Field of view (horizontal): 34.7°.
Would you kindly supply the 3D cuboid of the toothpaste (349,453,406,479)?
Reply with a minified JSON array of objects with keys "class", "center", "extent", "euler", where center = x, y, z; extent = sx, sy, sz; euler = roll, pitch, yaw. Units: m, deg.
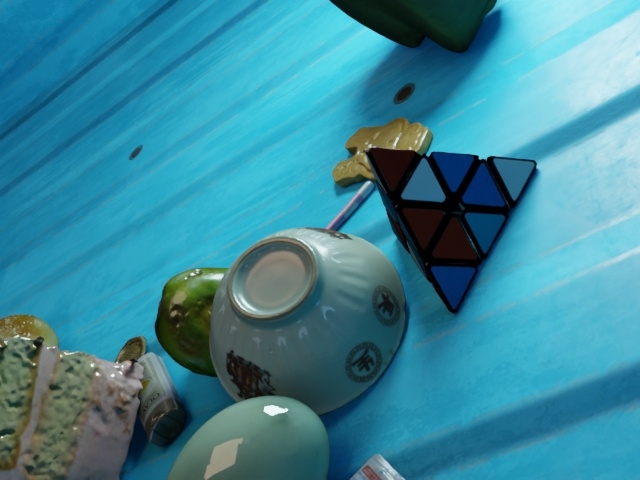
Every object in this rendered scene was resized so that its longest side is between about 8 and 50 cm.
[{"class":"toothpaste","center":[0.015,0.391,1.394],"extent":[0.234,0.057,0.089],"euler":[-45,31,-6]}]

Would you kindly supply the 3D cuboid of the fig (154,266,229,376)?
[{"class":"fig","center":[-0.192,0.149,1.847],"extent":[0.206,0.206,0.275],"euler":[-56,-3,-12]}]

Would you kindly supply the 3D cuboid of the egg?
[{"class":"egg","center":[-0.107,0.345,1.452],"extent":[0.283,0.203,0.203],"euler":[-45,30,0]}]

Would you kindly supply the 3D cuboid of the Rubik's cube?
[{"class":"Rubik's cube","center":[0.139,-0.044,1.543],"extent":[0.284,0.234,0.250],"euler":[-22,40,38]}]

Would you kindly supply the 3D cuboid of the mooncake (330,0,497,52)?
[{"class":"mooncake","center":[0.160,-0.507,1.970],"extent":[0.187,0.351,0.351],"euler":[-62,30,1]}]

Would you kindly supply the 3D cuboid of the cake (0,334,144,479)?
[{"class":"cake","center":[-0.546,0.337,1.905],"extent":[0.314,0.307,0.293],"euler":[-7,71,49]}]

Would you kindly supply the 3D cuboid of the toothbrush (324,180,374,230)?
[{"class":"toothbrush","center":[0.000,0.000,1.893],"extent":[0.286,0.020,0.025],"euler":[-48,38,4]}]

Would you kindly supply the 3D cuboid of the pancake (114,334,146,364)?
[{"class":"pancake","center":[-0.402,0.247,2.157],"extent":[0.115,0.011,0.115],"euler":[-32,35,26]}]

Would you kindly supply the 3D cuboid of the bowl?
[{"class":"bowl","center":[-0.047,0.092,1.582],"extent":[0.337,0.157,0.337],"euler":[-10,56,15]}]

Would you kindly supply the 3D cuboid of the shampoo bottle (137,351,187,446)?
[{"class":"shampoo bottle","center":[-0.312,0.297,1.932],"extent":[0.086,0.056,0.227],"euler":[-52,29,5]}]

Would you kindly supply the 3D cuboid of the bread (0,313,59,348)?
[{"class":"bread","center":[-0.708,0.268,2.386],"extent":[0.192,0.171,0.314],"euler":[-53,30,2]}]

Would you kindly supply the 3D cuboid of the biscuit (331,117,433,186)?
[{"class":"biscuit","center":[0.114,-0.169,1.925],"extent":[0.236,0.040,0.144],"euler":[-9,53,52]}]
